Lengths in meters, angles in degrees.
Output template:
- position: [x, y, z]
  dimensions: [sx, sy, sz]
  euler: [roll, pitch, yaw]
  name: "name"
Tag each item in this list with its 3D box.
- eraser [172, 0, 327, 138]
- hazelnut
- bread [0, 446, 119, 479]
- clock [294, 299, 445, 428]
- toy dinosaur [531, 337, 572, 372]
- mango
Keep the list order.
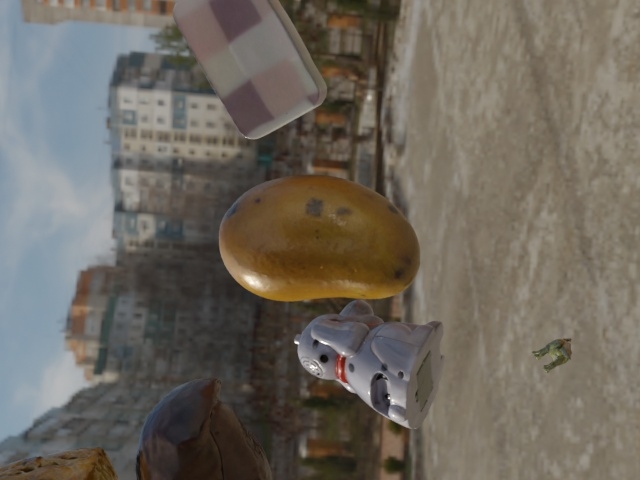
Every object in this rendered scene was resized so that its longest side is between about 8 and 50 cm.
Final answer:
- position: [-0.046, -0.124, 0.639]
  dimensions: [0.105, 0.065, 0.026]
  euler: [61, -163, -6]
  name: "eraser"
- position: [-0.135, 0.264, 1.148]
  dimensions: [0.170, 0.160, 0.202]
  euler: [-145, 58, -60]
  name: "hazelnut"
- position: [-0.332, 0.381, 1.190]
  dimensions: [0.099, 0.210, 0.235]
  euler: [-133, 32, -73]
  name: "bread"
- position: [0.075, 0.198, 1.669]
  dimensions: [0.189, 0.253, 0.189]
  euler: [-37, -43, -46]
  name: "clock"
- position: [0.238, 0.116, 0.987]
  dimensions: [0.026, 0.041, 0.113]
  euler: [56, -167, 6]
  name: "toy dinosaur"
- position: [-0.001, -0.003, 0.856]
  dimensions: [0.090, 0.177, 0.115]
  euler: [64, -153, -61]
  name: "mango"
